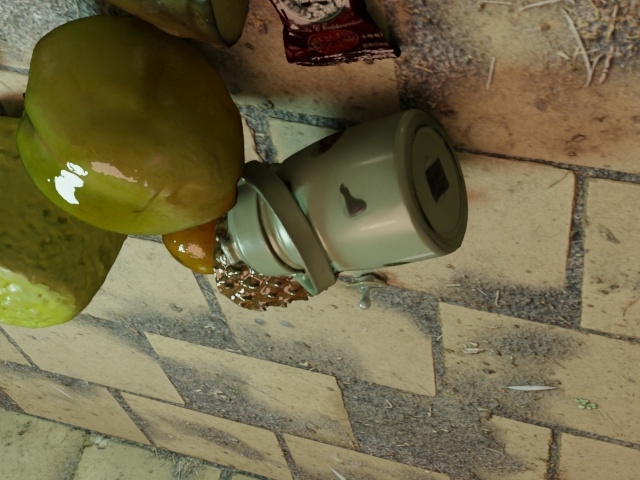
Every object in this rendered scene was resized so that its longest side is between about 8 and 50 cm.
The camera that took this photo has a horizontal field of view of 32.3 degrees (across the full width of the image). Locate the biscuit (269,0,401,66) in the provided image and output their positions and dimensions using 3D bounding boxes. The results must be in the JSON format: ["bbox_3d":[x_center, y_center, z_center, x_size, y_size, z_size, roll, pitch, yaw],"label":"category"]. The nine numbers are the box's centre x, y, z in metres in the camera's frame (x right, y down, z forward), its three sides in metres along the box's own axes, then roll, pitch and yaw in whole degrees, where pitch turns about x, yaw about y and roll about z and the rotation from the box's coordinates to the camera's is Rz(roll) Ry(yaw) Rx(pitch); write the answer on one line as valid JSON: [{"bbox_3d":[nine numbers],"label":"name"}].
[{"bbox_3d":[-0.003,-0.293,1.362,0.151,0.063,0.235,-5,141,20],"label":"biscuit"}]

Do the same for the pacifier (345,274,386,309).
[{"bbox_3d":[0.085,0.097,2.029,0.068,0.064,0.083,18,160,-40],"label":"pacifier"}]

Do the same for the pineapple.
[{"bbox_3d":[0.000,0.000,1.789,0.362,0.202,0.202,-9,143,24],"label":"pineapple"}]

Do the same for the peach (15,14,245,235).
[{"bbox_3d":[-0.268,-0.150,1.538,0.316,0.314,0.281,16,135,-30],"label":"peach"}]

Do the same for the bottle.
[{"bbox_3d":[0.009,-0.045,1.574,0.352,0.229,0.229,-12,141,28],"label":"bottle"}]

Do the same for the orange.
[{"bbox_3d":[-0.210,-0.007,1.950,0.156,0.124,0.156,28,152,16],"label":"orange"}]

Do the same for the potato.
[{"bbox_3d":[-0.230,-0.346,1.364,0.255,0.112,0.269,15,151,11],"label":"potato"}]

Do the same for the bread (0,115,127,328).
[{"bbox_3d":[-0.507,-0.025,1.923,0.348,0.307,0.348,13,150,7],"label":"bread"}]
